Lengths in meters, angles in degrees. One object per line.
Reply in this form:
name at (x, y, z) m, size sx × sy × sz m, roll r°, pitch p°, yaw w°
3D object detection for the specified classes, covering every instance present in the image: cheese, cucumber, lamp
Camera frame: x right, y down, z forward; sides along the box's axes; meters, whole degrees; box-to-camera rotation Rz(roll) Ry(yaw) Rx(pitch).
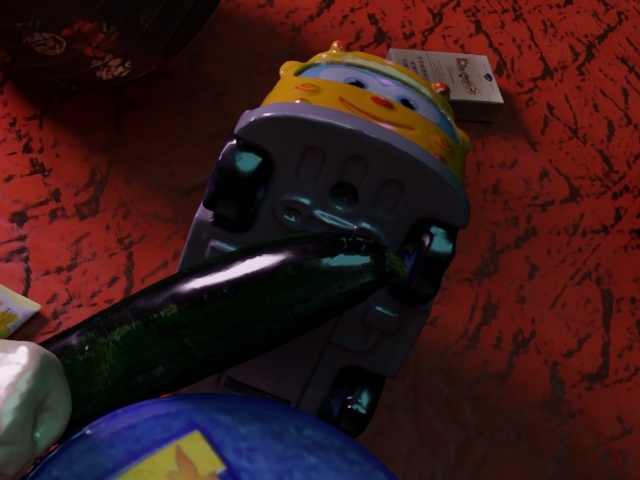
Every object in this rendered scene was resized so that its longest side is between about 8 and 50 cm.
cheese at (-0.195, 0.070, 0.494) m, size 0.194 × 0.043 × 0.065 m, roll 4°, pitch 51°, yaw 34°
cucumber at (-0.094, 0.055, 0.509) m, size 0.284 × 0.056 × 0.056 m, roll -24°, pitch 53°, yaw 14°
lamp at (-0.157, -0.212, 0.688) m, size 0.246 × 0.247 × 0.247 m, roll 9°, pitch 50°, yaw -11°

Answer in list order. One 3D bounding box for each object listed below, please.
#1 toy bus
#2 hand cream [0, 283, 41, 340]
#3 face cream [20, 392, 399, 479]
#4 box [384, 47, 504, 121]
toy bus at (0.000, 0.000, 0.579) m, size 0.126 × 0.209 × 0.136 m, roll 22°, pitch 38°, yaw -1°
hand cream at (-0.195, 0.058, 0.585) m, size 0.035 × 0.022 × 0.102 m, roll 26°, pitch 44°, yaw 10°
face cream at (-0.050, 0.180, 0.474) m, size 0.205 × 0.111 × 0.206 m, roll 9°, pitch 49°, yaw -11°
box at (0.093, -0.118, 0.820) m, size 0.083 × 0.024 × 0.053 m, roll 3°, pitch 52°, yaw -18°
